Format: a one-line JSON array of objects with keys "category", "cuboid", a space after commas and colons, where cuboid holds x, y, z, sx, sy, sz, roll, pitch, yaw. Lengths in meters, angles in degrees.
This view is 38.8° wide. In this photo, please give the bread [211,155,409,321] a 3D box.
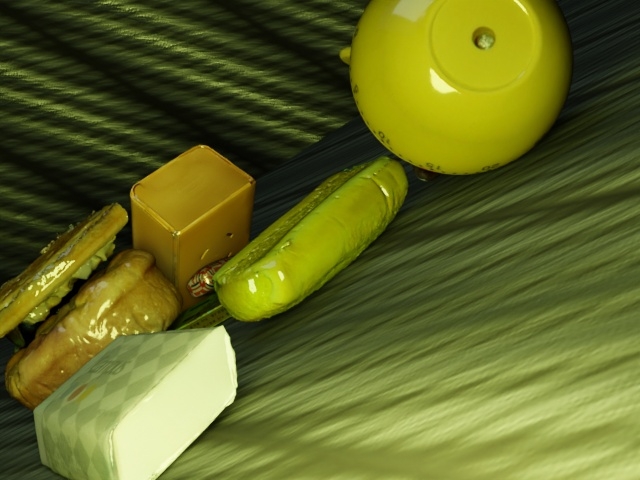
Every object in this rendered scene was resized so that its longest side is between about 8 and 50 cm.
[{"category": "bread", "cuboid": [0.000, 0.000, 1.377, 0.166, 0.112, 0.383, -15, 20, 44]}]

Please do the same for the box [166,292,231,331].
[{"category": "box", "cuboid": [-0.196, 0.126, 1.582, 0.193, 0.030, 0.121, -30, 10, 11]}]

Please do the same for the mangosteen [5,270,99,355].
[{"category": "mangosteen", "cuboid": [-0.490, 0.156, 1.741, 0.243, 0.243, 0.243, -31, 10, 6]}]

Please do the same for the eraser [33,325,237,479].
[{"category": "eraser", "cuboid": [-0.254, 0.210, 1.167, 0.213, 0.082, 0.397, -43, 15, -26]}]

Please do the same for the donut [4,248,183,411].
[{"category": "donut", "cuboid": [-0.376, 0.160, 1.506, 0.317, 0.150, 0.299, -35, 11, 42]}]

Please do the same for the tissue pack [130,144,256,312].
[{"category": "tissue pack", "cuboid": [-0.244, -0.009, 1.678, 0.194, 0.145, 0.274, -41, -24, -35]}]

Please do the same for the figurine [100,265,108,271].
[{"category": "figurine", "cuboid": [-0.407, 0.112, 1.940, 0.309, 0.143, 0.308, -28, 12, 6]}]

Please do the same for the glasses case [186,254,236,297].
[{"category": "glasses case", "cuboid": [-0.175, 0.059, 1.655, 0.073, 0.049, 0.194, -32, -7, 29]}]

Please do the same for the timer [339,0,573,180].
[{"category": "timer", "cuboid": [0.214, -0.263, 1.433, 0.376, 0.376, 0.387, -32, -1, -2]}]

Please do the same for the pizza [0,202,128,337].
[{"category": "pizza", "cuboid": [-0.458, 0.063, 1.557, 0.323, 0.089, 0.223, -44, 16, -13]}]
